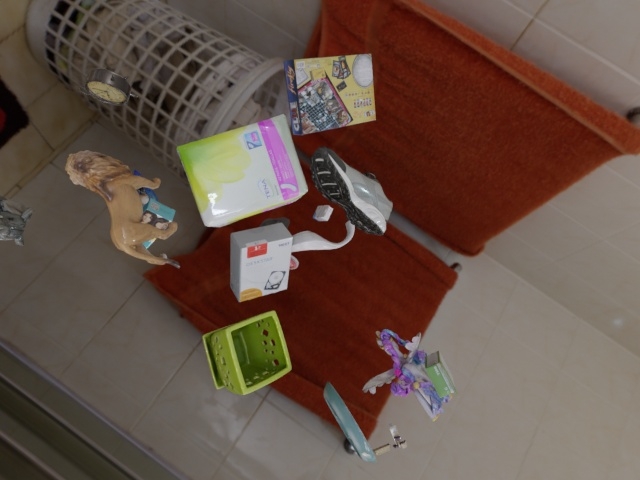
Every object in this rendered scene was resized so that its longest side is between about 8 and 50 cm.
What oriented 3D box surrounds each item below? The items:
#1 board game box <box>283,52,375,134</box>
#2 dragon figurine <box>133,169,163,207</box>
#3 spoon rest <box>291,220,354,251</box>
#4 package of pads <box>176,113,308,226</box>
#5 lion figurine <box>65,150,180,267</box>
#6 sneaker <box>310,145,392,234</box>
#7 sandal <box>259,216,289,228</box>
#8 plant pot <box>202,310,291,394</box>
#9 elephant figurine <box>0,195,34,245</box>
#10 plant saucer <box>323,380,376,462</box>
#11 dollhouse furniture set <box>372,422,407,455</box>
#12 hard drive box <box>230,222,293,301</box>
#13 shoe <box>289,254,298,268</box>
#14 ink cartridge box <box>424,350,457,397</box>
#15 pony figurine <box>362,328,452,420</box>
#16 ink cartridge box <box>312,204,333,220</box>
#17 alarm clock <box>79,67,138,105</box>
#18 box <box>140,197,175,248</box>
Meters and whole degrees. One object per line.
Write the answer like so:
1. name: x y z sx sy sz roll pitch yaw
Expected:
1. board game box: 0.030 -0.356 1.066 0.243 0.042 0.165 -20 113 -35
2. dragon figurine: -0.787 -0.184 2.022 0.085 0.289 0.144 -33 173 -9
3. spoon rest: 0.000 0.000 1.541 0.276 0.084 0.137 -17 171 -22
4. package of pads: -0.200 -0.178 1.180 0.296 0.229 0.101 -18 -174 -5
5. lion figurine: -0.557 -0.086 1.263 0.142 0.392 0.240 -40 159 21
6. sneaker: 0.076 -0.125 1.023 0.100 0.271 0.108 8 -118 48
7. sandal: -0.210 -0.057 2.046 0.254 0.054 0.097 -28 142 -56
8. plant pot: -0.270 0.391 1.544 0.207 0.227 0.228 -18 177 41
9. elephant figurine: -1.003 -0.054 1.406 0.186 0.239 0.169 -55 165 -47
10. plant saucer: 0.095 0.660 1.591 0.043 0.318 0.317 -31 170 -12
11. dollhouse furniture set: 0.234 0.706 1.567 0.114 0.081 0.091 -18 165 -10
12. hard drive box: -0.198 0.072 1.452 0.181 0.089 0.232 -14 133 -26
13. shoe: -0.180 0.084 1.773 0.081 0.178 0.063 -62 173 -63
14. ink cartridge box: 0.405 0.459 1.499 0.062 0.109 0.209 -28 175 11
15. pony figurine: 0.339 0.512 1.722 0.303 0.363 0.351 -44 171 6
16. ink cartridge box: 0.012 -0.093 1.505 0.083 0.028 0.048 3 -114 62
17. alarm clock: -0.690 -0.488 1.407 0.129 0.192 0.064 44 48 -63
18. box: -0.646 -0.048 1.635 0.244 0.100 0.060 -38 -143 32
